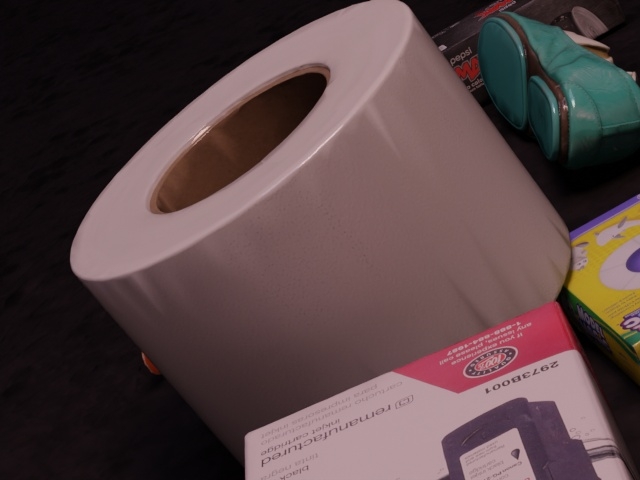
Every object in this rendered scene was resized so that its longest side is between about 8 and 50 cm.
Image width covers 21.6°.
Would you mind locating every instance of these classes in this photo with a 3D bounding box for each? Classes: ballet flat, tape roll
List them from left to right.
[{"bbox_3d":[0.000,0.000,0.977,0.246,0.169,0.246,-33,21,14],"label":"tape roll"},{"bbox_3d":[0.180,-0.109,1.211,0.087,0.083,0.247,-3,21,-7],"label":"ballet flat"}]

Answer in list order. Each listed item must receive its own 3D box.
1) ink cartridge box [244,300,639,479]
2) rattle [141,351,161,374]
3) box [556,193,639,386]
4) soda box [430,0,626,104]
[{"bbox_3d":[0.062,0.146,0.725,0.172,0.100,0.237,-24,22,8],"label":"ink cartridge box"},{"bbox_3d":[-0.063,0.008,1.219,0.199,0.130,0.143,-56,14,-1],"label":"rattle"},{"bbox_3d":[0.195,0.026,0.922,0.105,0.043,0.179,-29,24,-4],"label":"box"},{"bbox_3d":[0.158,-0.166,1.361,0.169,0.060,0.053,-30,21,-7],"label":"soda box"}]
